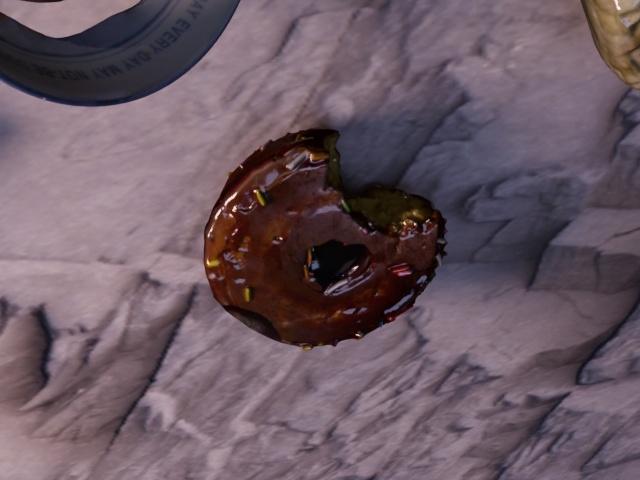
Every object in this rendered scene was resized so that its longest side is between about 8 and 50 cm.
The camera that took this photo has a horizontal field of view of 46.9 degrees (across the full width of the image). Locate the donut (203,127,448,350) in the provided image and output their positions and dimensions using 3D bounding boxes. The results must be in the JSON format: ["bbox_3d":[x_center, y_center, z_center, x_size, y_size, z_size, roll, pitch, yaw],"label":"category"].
[{"bbox_3d":[-0.001,0.000,0.719,0.230,0.096,0.216,17,121,-21],"label":"donut"}]

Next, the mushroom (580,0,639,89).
[{"bbox_3d":[0.279,-0.232,0.576,0.164,0.190,0.267,-23,150,21],"label":"mushroom"}]

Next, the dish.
[{"bbox_3d":[-0.180,-0.239,0.502,0.273,0.133,0.273,-28,129,-40],"label":"dish"}]
